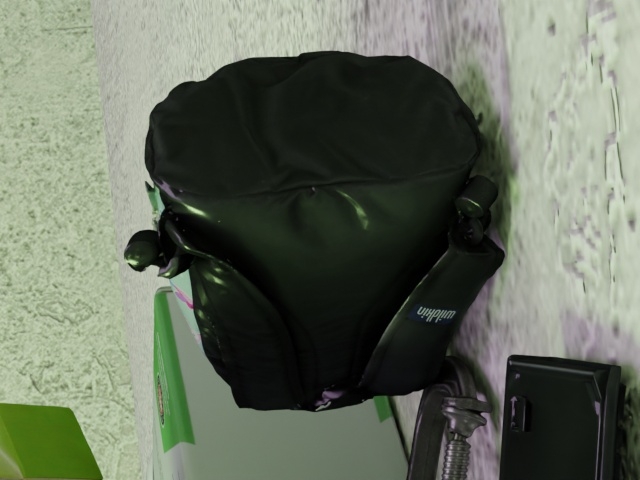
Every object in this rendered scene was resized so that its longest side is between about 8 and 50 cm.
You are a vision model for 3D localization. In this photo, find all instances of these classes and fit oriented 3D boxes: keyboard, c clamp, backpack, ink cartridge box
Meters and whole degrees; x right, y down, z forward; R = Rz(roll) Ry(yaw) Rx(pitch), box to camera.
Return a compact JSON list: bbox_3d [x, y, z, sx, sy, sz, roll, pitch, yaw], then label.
[{"bbox_3d":[0.079,0.132,0.571,0.108,0.023,0.180,177,98,-73],"label":"keyboard"},{"bbox_3d":[0.052,0.126,0.701,0.137,0.022,0.161,122,157,-77],"label":"c clamp"},{"bbox_3d":[0.000,0.000,0.713,0.182,0.152,0.115,87,-177,-57],"label":"backpack"},{"bbox_3d":[-0.029,0.192,0.959,0.289,0.121,0.211,97,162,-48],"label":"ink cartridge box"}]

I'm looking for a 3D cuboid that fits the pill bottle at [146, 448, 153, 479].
[{"bbox_3d":[-0.079,0.194,1.243,0.187,0.112,0.112,101,159,-57],"label":"pill bottle"}]

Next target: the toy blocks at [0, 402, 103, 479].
[{"bbox_3d":[-0.152,0.303,0.745,0.261,0.190,0.381,-51,52,27],"label":"toy blocks"}]
